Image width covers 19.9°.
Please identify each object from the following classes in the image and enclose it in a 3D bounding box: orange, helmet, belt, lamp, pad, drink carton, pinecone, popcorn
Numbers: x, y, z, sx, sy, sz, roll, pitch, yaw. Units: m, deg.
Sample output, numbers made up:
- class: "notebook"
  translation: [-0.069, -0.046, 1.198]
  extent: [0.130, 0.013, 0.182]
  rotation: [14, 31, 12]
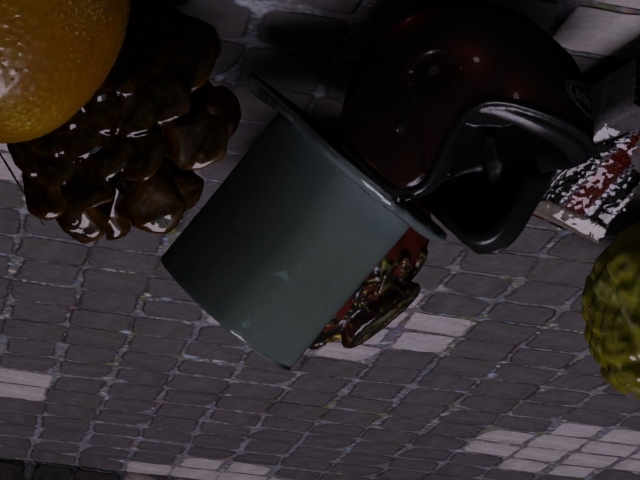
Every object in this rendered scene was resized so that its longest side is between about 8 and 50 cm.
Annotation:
- class: "orange"
  translation: [-0.243, -0.184, 1.303]
  extent: [0.236, 0.236, 0.236]
  rotation: [4, 160, 1]
- class: "helmet"
  translation: [0.119, -0.098, 1.510]
  extent: [0.216, 0.193, 0.189]
  rotation: [-6, 159, 29]
- class: "belt"
  translation: [0.283, -0.111, 1.574]
  extent: [0.094, 0.126, 0.359]
  rotation: [23, 148, -20]
- class: "lamp"
  translation: [0.000, 0.000, 1.802]
  extent: [0.226, 0.227, 0.227]
  rotation: [4, 160, 1]
- class: "pad"
  translation: [-0.304, -0.108, 1.625]
  extent: [0.004, 0.190, 0.127]
  rotation: [-31, 159, -7]
- class: "drink carton"
  translation: [-0.026, -0.005, 1.586]
  extent: [0.191, 0.189, 0.185]
  rotation: [44, -178, 37]
- class: "pinecone"
  translation: [-0.169, -0.103, 1.524]
  extent: [0.202, 0.229, 0.201]
  rotation: [-8, 153, -12]
- class: "popcorn"
  translation: [0.411, 0.077, 1.923]
  extent: [0.251, 0.206, 0.237]
  rotation: [3, 160, -26]
